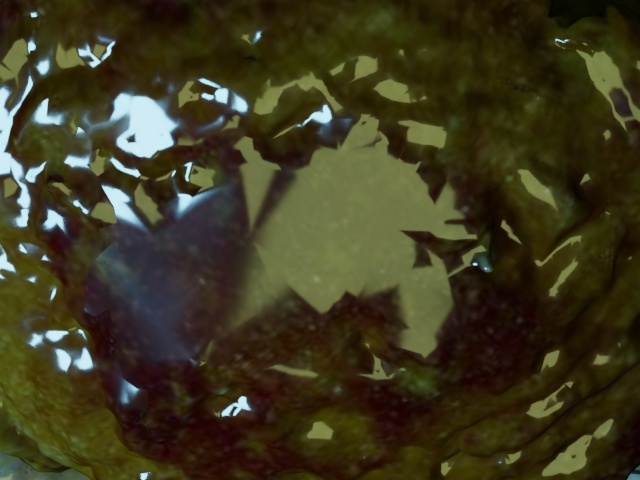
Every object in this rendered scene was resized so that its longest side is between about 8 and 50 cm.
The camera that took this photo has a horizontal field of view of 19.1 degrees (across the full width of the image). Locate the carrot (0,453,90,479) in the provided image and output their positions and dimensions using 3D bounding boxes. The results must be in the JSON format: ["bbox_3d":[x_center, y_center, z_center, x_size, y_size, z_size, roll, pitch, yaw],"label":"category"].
[{"bbox_3d":[-0.177,0.097,0.668,0.263,0.102,0.102,-15,121,7],"label":"carrot"}]

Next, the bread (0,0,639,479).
[{"bbox_3d":[-0.004,-0.011,0.568,0.246,0.135,0.232,-39,114,23],"label":"bread"}]
